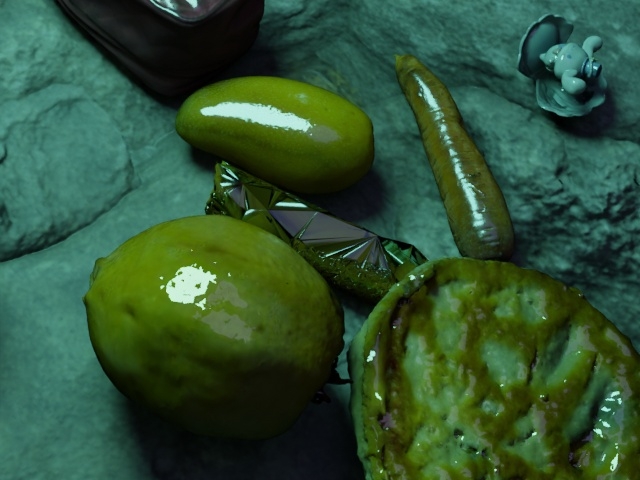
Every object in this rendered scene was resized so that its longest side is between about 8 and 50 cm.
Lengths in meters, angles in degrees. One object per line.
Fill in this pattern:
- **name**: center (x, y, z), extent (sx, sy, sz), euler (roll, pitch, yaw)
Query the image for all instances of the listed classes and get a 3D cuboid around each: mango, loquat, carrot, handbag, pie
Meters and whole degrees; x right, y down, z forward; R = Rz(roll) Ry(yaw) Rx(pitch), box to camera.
- **mango**: center (-0.039, -0.099, 1.513), extent (0.184, 0.085, 0.102), euler (13, 63, 5)
- **loquat**: center (-0.081, 0.071, 1.356), extent (0.234, 0.176, 0.187), euler (22, 27, 0)
- **carrot**: center (0.000, 0.001, 1.484), extent (0.228, 0.069, 0.069), euler (26, 61, 1)
- **handbag**: center (-0.157, -0.251, 1.533), extent (0.225, 0.135, 0.146), euler (41, 63, 13)
- **carrot**: center (0.124, -0.080, 1.558), extent (0.059, 0.059, 0.248), euler (-12, 64, -19)
- **pie**: center (0.157, 0.161, 1.413), extent (0.315, 0.092, 0.315), euler (7, 69, -19)

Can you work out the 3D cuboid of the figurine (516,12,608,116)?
- **figurine**: center (0.242, -0.169, 1.612), extent (0.094, 0.082, 0.086), euler (-35, 55, -25)
